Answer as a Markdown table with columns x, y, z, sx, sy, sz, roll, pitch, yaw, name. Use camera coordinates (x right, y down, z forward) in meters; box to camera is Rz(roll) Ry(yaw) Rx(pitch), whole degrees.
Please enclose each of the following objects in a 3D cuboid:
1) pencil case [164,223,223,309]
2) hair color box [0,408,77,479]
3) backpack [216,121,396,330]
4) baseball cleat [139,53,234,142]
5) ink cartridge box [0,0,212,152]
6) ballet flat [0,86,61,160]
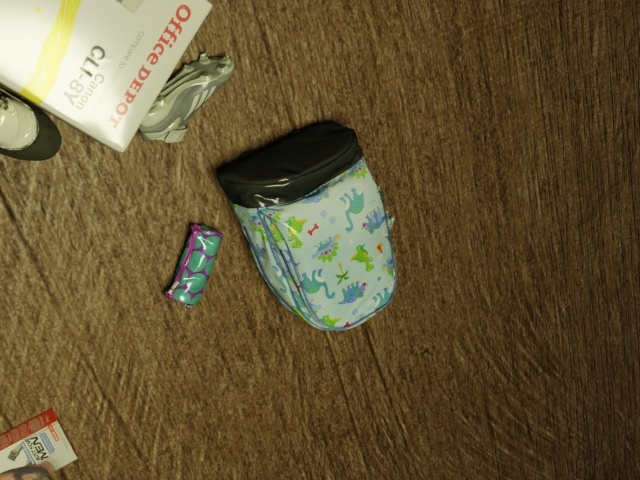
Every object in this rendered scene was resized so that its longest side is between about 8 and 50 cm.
| x | y | z | sx | sy | sz | roll | pitch | yaw | name |
| --- | --- | --- | --- | --- | --- | --- | --- | --- | --- |
| -0.234 | 0.045 | 1.337 | 0.070 | 0.064 | 0.152 | 15 | 98 | -58 | pencil case |
| -0.529 | 0.382 | 1.277 | 0.167 | 0.053 | 0.093 | -27 | 118 | -20 | hair color box |
| 0.000 | 0.000 | 1.374 | 0.290 | 0.273 | 0.356 | -27 | 130 | -28 | backpack |
| -0.232 | -0.241 | 1.256 | 0.206 | 0.072 | 0.109 | -35 | 146 | -25 | baseball cleat |
| -0.396 | -0.348 | 1.061 | 0.384 | 0.160 | 0.279 | 32 | 87 | -34 | ink cartridge box |
| -0.511 | -0.198 | 1.079 | 0.280 | 0.096 | 0.095 | 33 | 87 | -34 | ballet flat |
